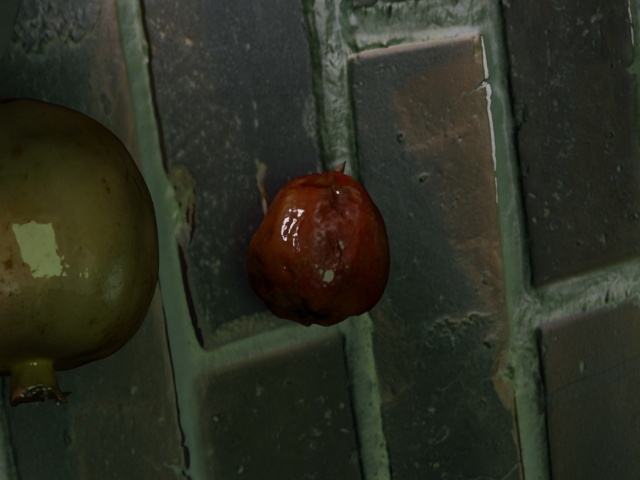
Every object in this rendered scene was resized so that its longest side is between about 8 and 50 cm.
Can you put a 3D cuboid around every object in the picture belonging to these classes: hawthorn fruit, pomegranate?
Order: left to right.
[{"bbox_3d":[-0.303,0.015,1.834,0.319,0.319,0.319,-5,99,-32],"label":"pomegranate"},{"bbox_3d":[-0.005,0.013,2.114,0.173,0.173,0.179,-16,79,-30],"label":"hawthorn fruit"}]

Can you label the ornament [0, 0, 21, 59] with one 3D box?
[{"bbox_3d":[-0.440,-0.261,1.696,0.337,0.337,0.337,-5,99,-32],"label":"ornament"}]
